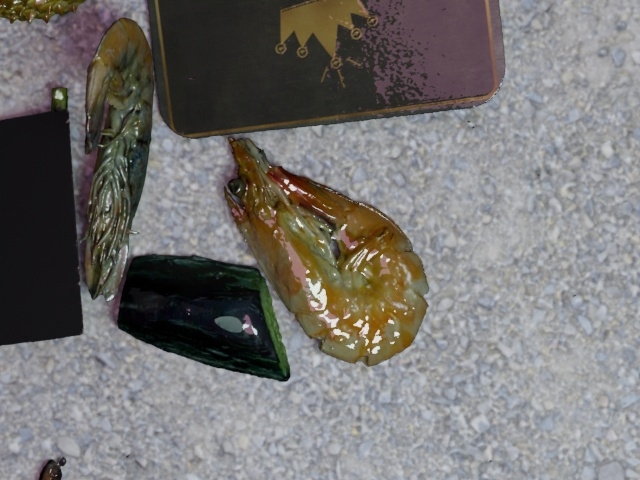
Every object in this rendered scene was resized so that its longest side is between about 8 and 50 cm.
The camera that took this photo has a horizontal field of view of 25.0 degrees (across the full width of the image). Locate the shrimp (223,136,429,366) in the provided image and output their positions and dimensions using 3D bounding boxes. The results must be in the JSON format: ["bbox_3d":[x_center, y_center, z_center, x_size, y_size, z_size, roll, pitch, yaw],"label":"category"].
[{"bbox_3d":[0.000,0.000,1.541,0.154,0.062,0.294,-40,94,-11],"label":"shrimp"}]

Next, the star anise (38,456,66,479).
[{"bbox_3d":[-0.326,0.360,1.536,0.271,0.102,0.272,5,69,-13],"label":"star anise"}]

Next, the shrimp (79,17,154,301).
[{"bbox_3d":[-0.218,-0.081,1.480,0.058,0.169,0.296,8,92,13],"label":"shrimp"}]

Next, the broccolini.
[{"bbox_3d":[-0.298,-0.047,1.544,0.051,0.054,0.239,13,89,14],"label":"broccolini"}]

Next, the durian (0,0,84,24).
[{"bbox_3d":[-0.323,-0.307,1.522,0.252,0.144,0.139,-7,54,7],"label":"durian"}]

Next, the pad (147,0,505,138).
[{"bbox_3d":[-0.010,-0.274,1.479,0.375,0.063,0.315,-7,91,12],"label":"pad"}]

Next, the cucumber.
[{"bbox_3d":[-0.119,0.078,1.534,0.192,0.086,0.115,13,94,6],"label":"cucumber"}]

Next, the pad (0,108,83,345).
[{"bbox_3d":[-0.331,-0.010,1.524,0.163,0.004,0.243,-7,80,14],"label":"pad"}]
